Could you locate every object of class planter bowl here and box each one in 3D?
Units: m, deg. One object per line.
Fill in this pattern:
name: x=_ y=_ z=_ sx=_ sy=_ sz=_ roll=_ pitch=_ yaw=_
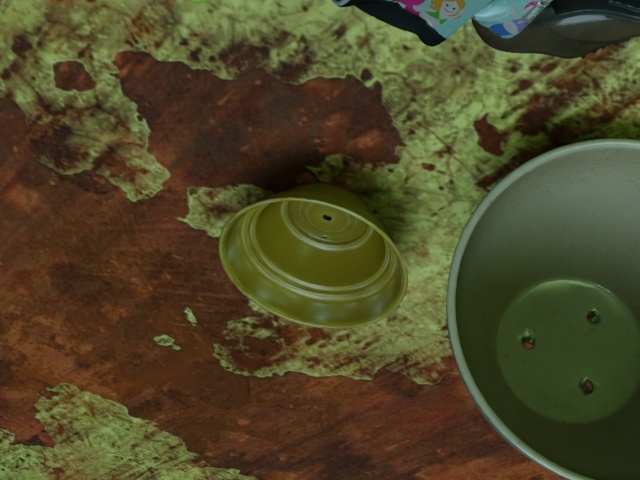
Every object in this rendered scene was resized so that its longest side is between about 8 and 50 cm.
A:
planter bowl: x=0.000 y=0.000 z=1.112 sx=0.217 sy=0.090 sz=0.217 roll=10 pitch=138 yaw=9

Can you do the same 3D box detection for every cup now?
cup: x=0.279 y=0.094 z=0.990 sx=0.331 sy=0.331 sz=0.237 roll=14 pitch=164 yaw=4

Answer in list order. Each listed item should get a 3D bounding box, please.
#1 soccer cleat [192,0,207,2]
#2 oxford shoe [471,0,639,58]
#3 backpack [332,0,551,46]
soccer cleat: x=-0.092 y=-0.329 z=0.806 sx=0.121 sy=0.093 sz=0.289 roll=42 pitch=147 yaw=18
oxford shoe: x=0.244 y=-0.202 z=0.833 sx=0.227 sy=0.082 sz=0.096 roll=2 pitch=159 yaw=14
backpack: x=0.118 y=-0.280 z=0.668 sx=0.191 sy=0.225 sz=0.253 roll=12 pitch=144 yaw=-27
